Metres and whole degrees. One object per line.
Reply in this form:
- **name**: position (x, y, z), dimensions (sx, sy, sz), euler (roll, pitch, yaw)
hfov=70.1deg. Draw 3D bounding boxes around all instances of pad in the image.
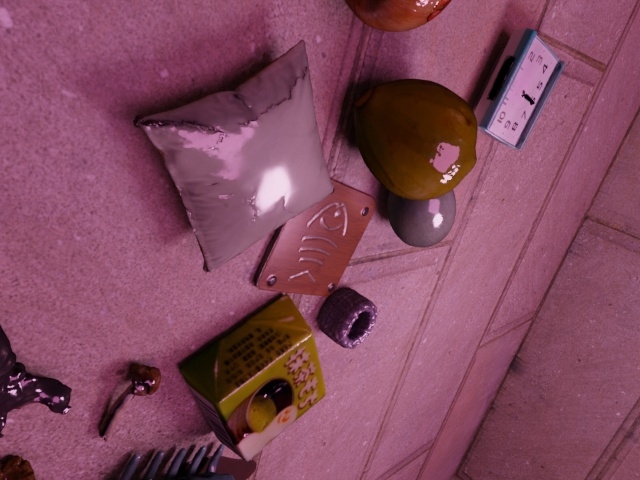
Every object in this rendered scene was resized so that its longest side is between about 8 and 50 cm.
- **pad**: position (0.000, 0.000, 1.060), dimensions (0.287, 0.018, 0.284), euler (14, 106, -51)

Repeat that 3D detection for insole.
- **insole**: position (-0.278, 0.620, 1.217), dimensions (0.111, 0.007, 0.328), euler (-54, 141, 0)

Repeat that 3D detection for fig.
- **fig**: position (0.184, -0.214, 0.931), dimensions (0.271, 0.239, 0.239), euler (23, 99, -29)

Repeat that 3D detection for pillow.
- **pillow**: position (-0.111, -0.130, 0.767), dimensions (0.312, 0.119, 0.310), euler (-35, 134, -24)

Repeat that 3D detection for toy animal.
- **toy animal**: position (-0.481, 0.174, 0.617), dimensions (0.168, 0.106, 0.343), euler (-37, 145, -32)

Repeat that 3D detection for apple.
- **apple**: position (0.129, -0.445, 0.721), dimensions (0.188, 0.211, 0.211), euler (-34, 137, -26)

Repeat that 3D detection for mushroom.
- **mushroom**: position (-0.371, 0.309, 0.873), dimensions (0.060, 0.061, 0.187), euler (32, 104, -38)

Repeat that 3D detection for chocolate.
- **chocolate**: position (-0.132, 0.325, 1.054), dimensions (0.289, 0.137, 0.300), euler (-33, 137, -26)

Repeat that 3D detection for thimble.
- **thimble**: position (0.074, 0.208, 1.217), dimensions (0.150, 0.098, 0.150), euler (-27, 134, -32)

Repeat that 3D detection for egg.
- **egg**: position (0.251, -0.080, 1.137), dimensions (0.169, 0.169, 0.236), euler (-37, 136, -22)

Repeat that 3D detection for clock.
- **clock**: position (0.520, -0.405, 1.244), dimensions (0.231, 0.116, 0.262), euler (9, 108, -43)

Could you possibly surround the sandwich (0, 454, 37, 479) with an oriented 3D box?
- **sandwich**: position (-0.509, 0.564, 0.732), dimensions (0.131, 0.262, 0.325), euler (-5, 119, -46)

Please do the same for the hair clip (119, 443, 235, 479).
- **hair clip**: position (-0.303, 0.605, 0.985), dimensions (0.318, 0.238, 0.392), euler (21, 103, -48)
